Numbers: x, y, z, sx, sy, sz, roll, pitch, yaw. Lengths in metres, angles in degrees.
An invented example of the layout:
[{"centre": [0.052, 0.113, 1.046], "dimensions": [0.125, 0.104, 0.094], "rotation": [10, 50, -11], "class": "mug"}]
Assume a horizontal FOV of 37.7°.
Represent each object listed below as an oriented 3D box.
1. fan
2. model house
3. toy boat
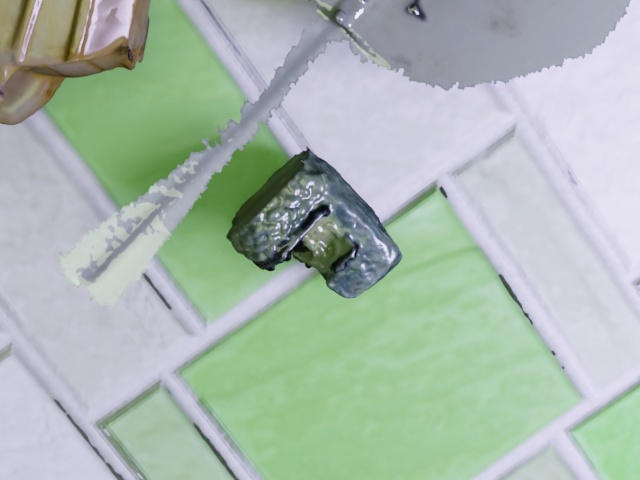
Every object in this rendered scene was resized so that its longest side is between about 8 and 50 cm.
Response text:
[{"centre": [0.024, -0.128, 0.471], "dimensions": [0.233, 0.012, 0.414], "rotation": [39, 80, -6], "class": "fan"}, {"centre": [0.000, 0.000, 0.505], "dimensions": [0.066, 0.079, 0.083], "rotation": [-44, 101, 5], "class": "model house"}, {"centre": [-0.125, -0.206, 0.455], "dimensions": [0.115, 0.089, 0.310], "rotation": [12, 98, -4], "class": "toy boat"}]
